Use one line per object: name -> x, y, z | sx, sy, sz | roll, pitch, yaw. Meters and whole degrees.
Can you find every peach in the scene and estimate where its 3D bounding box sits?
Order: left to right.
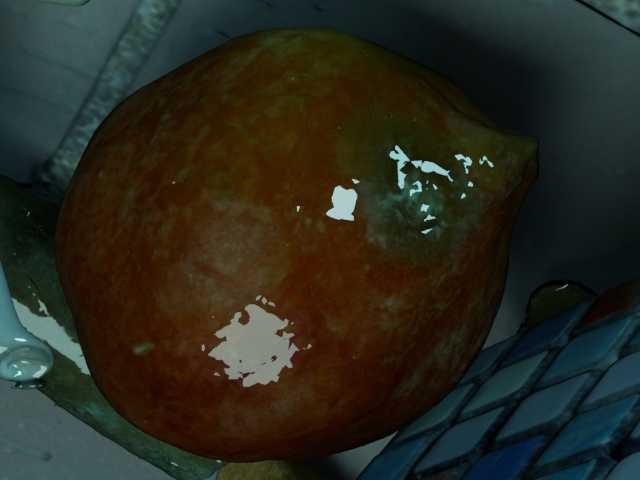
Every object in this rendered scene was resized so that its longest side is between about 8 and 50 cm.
peach -> 0.000, 0.000, 1.017 | 0.257, 0.232, 0.232 | -13, 126, 25

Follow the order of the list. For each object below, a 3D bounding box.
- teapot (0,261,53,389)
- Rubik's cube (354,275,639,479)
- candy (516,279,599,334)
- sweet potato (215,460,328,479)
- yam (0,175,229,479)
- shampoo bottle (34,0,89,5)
teapot -> -0.330, -0.030, 0.993 | 0.424, 0.280, 0.252 | 21, 120, -17
Rubik's cube -> 0.184, 0.191, 0.947 | 0.292, 0.287, 0.293 | -25, 102, 40
candy -> 0.225, 0.124, 1.141 | 0.271, 0.101, 0.143 | 26, 127, 1
sweet potato -> 0.011, 0.238, 1.309 | 0.097, 0.097, 0.251 | -17, 122, 29
yam -> -0.155, 0.043, 1.180 | 0.259, 0.106, 0.106 | 33, 132, -14
shampoo bottle -> -0.245, -0.204, 1.001 | 0.284, 0.071, 0.153 | 11, 145, 7
